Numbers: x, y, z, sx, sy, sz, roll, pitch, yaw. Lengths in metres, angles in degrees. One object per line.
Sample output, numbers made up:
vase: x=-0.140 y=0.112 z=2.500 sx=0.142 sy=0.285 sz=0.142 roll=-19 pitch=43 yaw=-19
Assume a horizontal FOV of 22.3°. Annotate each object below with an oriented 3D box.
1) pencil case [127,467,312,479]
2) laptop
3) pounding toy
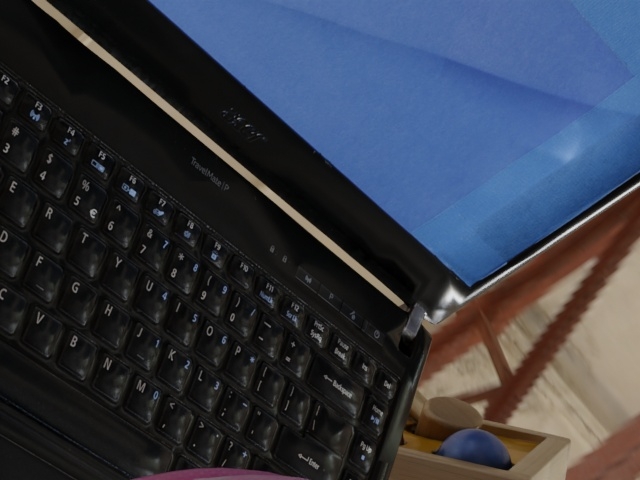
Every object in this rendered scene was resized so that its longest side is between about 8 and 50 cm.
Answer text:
pencil case: x=-0.008 y=0.189 z=0.316 sx=0.124 sy=0.284 sz=0.124 roll=-11 pitch=-33 yaw=-7
laptop: x=0.000 y=0.000 z=0.435 sx=0.234 sy=0.137 sz=0.264 roll=40 pitch=-122 yaw=-37
pounding toy: x=0.043 y=0.104 z=0.747 sx=0.130 sy=0.141 sz=0.100 roll=10 pitch=-84 yaw=18
